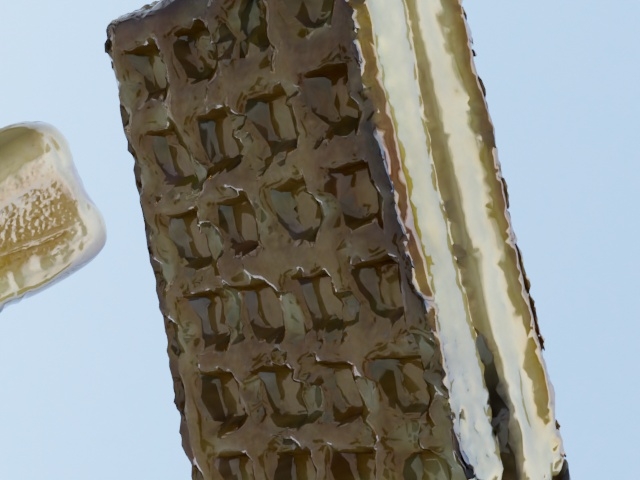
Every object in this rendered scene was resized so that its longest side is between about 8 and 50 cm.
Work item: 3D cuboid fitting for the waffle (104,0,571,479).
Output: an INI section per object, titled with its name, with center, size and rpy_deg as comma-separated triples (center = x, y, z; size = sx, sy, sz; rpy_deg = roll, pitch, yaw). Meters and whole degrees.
[waffle]
center = 0.001, 0.000, 0.655
size = 0.213, 0.091, 0.308
rpy_deg = -11, -88, 45

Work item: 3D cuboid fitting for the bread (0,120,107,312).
[bread]
center = -0.321, 0.019, 0.994
size = 0.091, 0.305, 0.142
rpy_deg = 19, -43, 55
